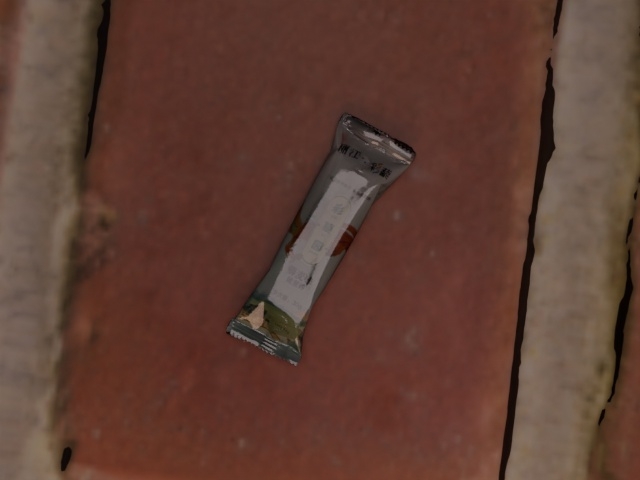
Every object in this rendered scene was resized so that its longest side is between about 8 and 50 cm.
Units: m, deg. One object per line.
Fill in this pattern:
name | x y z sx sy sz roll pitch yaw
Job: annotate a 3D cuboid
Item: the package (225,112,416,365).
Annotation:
package | 0.000 0.000 0.794 0.037 0.015 0.110 29 86 5
